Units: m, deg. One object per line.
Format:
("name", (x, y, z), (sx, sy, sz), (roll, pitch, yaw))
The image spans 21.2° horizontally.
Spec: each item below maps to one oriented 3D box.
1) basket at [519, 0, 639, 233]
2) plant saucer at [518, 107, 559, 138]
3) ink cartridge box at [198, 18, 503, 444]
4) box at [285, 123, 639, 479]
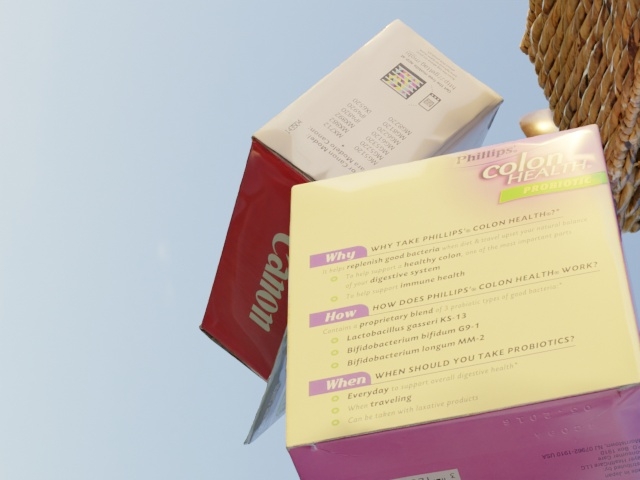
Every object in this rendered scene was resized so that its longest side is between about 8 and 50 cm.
("basket", (0.301, -0.178, 1.347), (0.299, 0.213, 0.223), (93, -14, -55))
("plant saucer", (0.351, -0.118, 2.238), (0.036, 0.198, 0.198), (-57, -144, 23))
("ink cartridge box", (0.000, 0.000, 1.539), (0.130, 0.272, 0.309), (39, -35, 14))
("box", (0.096, 0.062, 1.094), (0.243, 0.213, 0.117), (-91, 165, -48))
